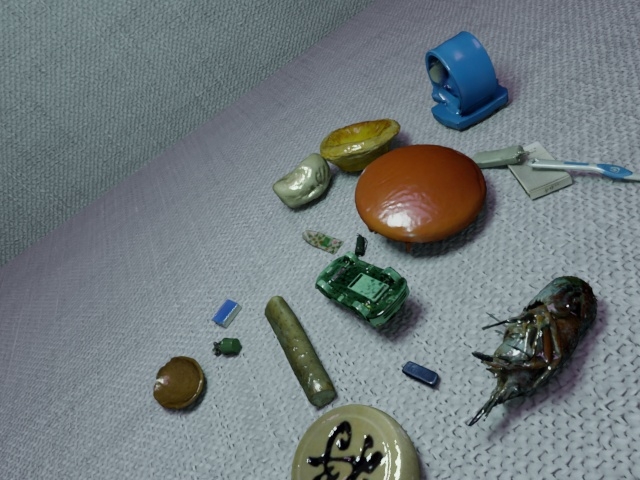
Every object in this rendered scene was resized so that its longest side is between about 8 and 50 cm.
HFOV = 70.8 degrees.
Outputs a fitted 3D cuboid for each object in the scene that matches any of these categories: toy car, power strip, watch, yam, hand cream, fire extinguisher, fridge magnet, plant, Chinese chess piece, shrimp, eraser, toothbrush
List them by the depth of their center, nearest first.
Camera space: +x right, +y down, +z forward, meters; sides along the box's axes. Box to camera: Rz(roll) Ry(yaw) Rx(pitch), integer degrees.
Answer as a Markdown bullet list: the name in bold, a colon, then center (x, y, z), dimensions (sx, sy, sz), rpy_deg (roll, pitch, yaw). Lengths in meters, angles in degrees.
- **Chinese chess piece**: center (0.066, 0.454, 0.878), dimensions (0.257, 0.104, 0.257), rpy_deg (-20, 39, 17)
- **shrimp**: center (0.396, 0.207, 0.894), dimensions (0.372, 0.137, 0.172), rpy_deg (-33, 1, -10)
- **toothbrush**: center (0.708, -0.168, 1.103), dimensions (0.385, 0.040, 0.040), rpy_deg (15, 59, 39)
- **toy car**: center (0.110, 0.133, 1.167), dimensions (0.136, 0.125, 0.305), rpy_deg (-45, 28, -15)
- **yam**: center (-0.065, 0.273, 1.186), dimensions (0.083, 0.083, 0.371), rpy_deg (-37, 39, -4)
- **fridge magnet**: center (0.276, -0.134, 1.268), dimensions (0.363, 0.155, 0.364), rpy_deg (-8, 51, 10)
- **power strip**: center (0.517, -0.241, 1.302), dimensions (0.191, 0.030, 0.048), rpy_deg (2, 61, 58)
- **plant**: center (-0.285, 0.312, 1.323), dimensions (0.102, 0.051, 0.051), rpy_deg (-15, 42, 31)
- **fire extinguisher**: center (0.123, 0.012, 1.365), dimensions (0.037, 0.025, 0.083), rpy_deg (13, 48, -3)
- **eraser**: center (-0.299, 0.231, 1.435), dimensions (0.063, 0.027, 0.085), rpy_deg (13, 58, 42)
- **hand cream**: center (0.000, 0.000, 1.465), dimensions (0.165, 0.037, 0.057), rpy_deg (21, 64, 40)
- **watch**: center (0.462, -0.559, 1.517), dimensions (0.241, 0.275, 0.305), rpy_deg (-32, 43, 4)

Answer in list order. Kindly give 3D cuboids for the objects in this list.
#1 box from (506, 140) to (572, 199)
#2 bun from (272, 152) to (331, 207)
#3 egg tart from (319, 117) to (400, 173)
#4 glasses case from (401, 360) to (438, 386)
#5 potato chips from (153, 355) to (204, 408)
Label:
- **box**: center (0.591, -0.196, 1.241), dimensions (0.109, 0.029, 0.198), rpy_deg (-23, 38, 14)
- **bun**: center (-0.059, -0.210, 1.644), dimensions (0.229, 0.145, 0.229), rpy_deg (-40, 4, 4)
- **egg tart**: center (0.145, -0.335, 1.615), dimensions (0.318, 0.128, 0.319), rpy_deg (-17, 27, 9)
- **glasses case**: center (0.222, 0.296, 0.995), dimensions (0.083, 0.023, 0.033), rpy_deg (16, 54, 42)
- **potato chips**: center (-0.406, 0.414, 1.303), dimensions (0.201, 0.049, 0.150), rpy_deg (-4, 51, 31)
